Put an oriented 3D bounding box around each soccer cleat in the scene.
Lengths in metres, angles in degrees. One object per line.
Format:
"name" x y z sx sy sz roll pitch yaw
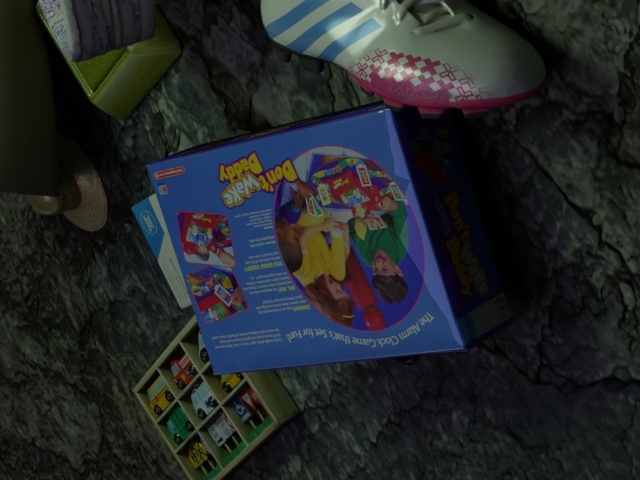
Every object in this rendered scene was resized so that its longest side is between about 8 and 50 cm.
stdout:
"soccer cleat" 0.057 -0.205 1.553 0.331 0.116 0.143 22 129 44

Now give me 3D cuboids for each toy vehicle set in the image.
"toy vehicle set" -0.132 0.196 2.138 0.166 0.035 0.267 55 145 10

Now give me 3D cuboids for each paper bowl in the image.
"paper bowl" -0.229 -0.334 1.761 0.284 0.148 0.284 160 90 -80

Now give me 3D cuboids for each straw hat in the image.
"straw hat" -0.336 -0.064 2.203 0.144 0.061 0.144 31 136 37

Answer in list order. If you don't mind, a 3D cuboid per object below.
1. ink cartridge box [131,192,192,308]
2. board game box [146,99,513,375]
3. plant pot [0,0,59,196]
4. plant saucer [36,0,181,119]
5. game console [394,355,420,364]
"ink cartridge box" -0.100 -0.020 1.915 0.231 0.078 0.134 -25 92 55
"board game box" 0.000 0.000 1.703 0.347 0.078 0.233 -9 101 45
"plant pot" -0.424 -0.201 2.072 0.256 0.256 0.274 8 92 50
"plant saucer" -0.254 -0.246 1.990 0.188 0.045 0.188 58 145 6
"game console" 0.046 0.041 1.754 0.144 0.085 0.124 25 92 42
